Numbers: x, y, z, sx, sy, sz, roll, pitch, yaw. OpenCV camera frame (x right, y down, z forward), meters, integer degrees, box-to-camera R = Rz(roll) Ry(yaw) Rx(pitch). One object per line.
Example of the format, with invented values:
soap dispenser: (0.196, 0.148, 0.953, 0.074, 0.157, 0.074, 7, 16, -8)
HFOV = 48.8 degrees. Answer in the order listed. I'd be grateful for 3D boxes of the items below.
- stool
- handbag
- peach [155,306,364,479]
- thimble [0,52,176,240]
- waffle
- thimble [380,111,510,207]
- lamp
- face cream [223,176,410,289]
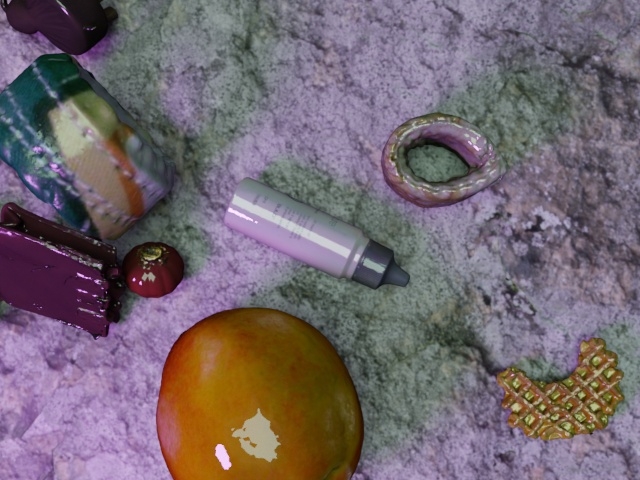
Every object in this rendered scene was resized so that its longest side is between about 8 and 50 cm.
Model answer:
stool: (-0.432, -0.387, 1.175, 0.217, 0.125, 0.121, 15, 58, 28)
handbag: (-0.412, 0.050, 1.111, 0.216, 0.203, 0.074, 19, 48, 3)
peach: (-0.097, 0.251, 1.038, 0.308, 0.308, 0.332, -41, 70, 0)
thimble: (-0.352, -0.136, 1.066, 0.167, 0.288, 0.254, -42, 71, -1)
waffle: (0.383, 0.236, 1.121, 0.194, 0.051, 0.149, -10, 86, 7)
thimble: (0.190, -0.121, 1.105, 0.190, 0.143, 0.138, 6, 87, 4)
lamp: (-0.273, 0.047, 1.150, 0.101, 0.090, 0.101, 6, 47, -7)
face cream: (0.000, 0.000, 1.135, 0.311, 0.092, 0.092, 25, 88, 5)
